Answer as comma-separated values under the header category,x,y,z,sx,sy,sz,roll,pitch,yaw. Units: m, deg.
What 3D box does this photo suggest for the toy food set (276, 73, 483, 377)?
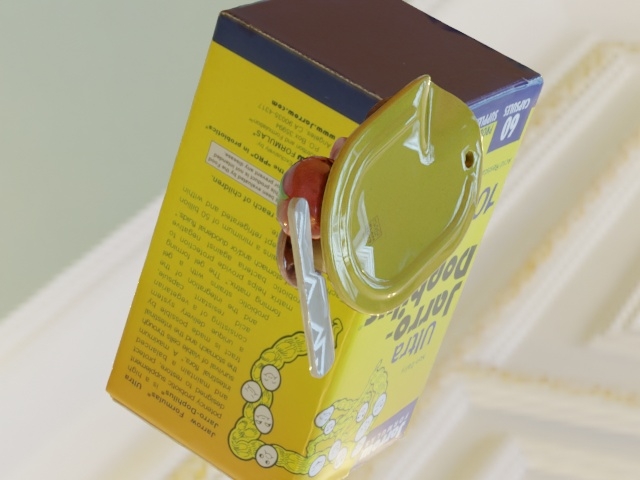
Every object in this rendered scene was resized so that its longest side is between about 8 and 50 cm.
category,x,y,z,sx,sy,sz,roll,pitch,yaw
toy food set,0.020,-0.023,1.226,0.071,0.128,0.218,8,-146,35

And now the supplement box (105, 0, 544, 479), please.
category,x,y,z,sx,sy,sz,roll,pitch,yaw
supplement box,0.000,0.000,1.534,0.195,0.356,0.194,31,-150,22
